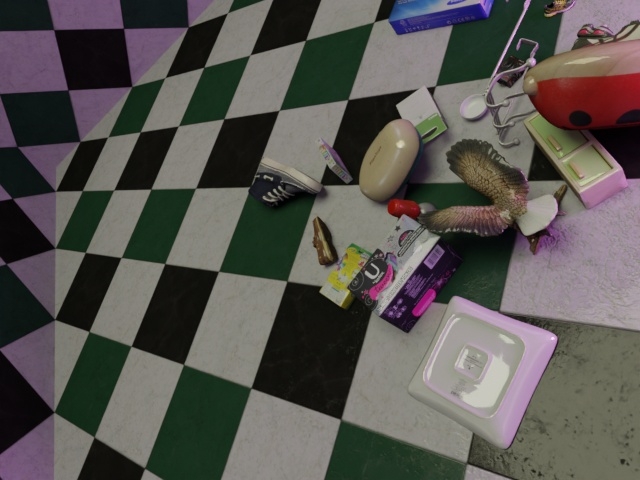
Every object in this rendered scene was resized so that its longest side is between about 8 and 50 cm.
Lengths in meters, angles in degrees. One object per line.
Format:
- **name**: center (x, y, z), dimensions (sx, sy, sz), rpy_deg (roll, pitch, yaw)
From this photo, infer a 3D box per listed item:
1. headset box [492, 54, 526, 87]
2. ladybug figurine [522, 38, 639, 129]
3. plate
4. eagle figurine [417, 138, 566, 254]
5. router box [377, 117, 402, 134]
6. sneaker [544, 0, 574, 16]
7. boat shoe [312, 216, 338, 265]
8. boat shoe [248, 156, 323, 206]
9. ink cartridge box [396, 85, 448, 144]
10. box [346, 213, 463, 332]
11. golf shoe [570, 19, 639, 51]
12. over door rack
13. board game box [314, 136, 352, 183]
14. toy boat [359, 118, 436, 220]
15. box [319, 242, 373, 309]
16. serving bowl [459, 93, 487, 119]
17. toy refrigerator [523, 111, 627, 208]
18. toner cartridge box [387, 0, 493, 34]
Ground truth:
- **headset box**: center (0.544, -0.484, 1.505), dimensions (0.083, 0.032, 0.062), rpy_deg (-45, 46, 8)
- **ladybug figurine**: center (0.661, -0.329, 1.128), dimensions (0.449, 0.305, 0.161), rpy_deg (-5, 96, 2)
- **plate**: center (0.358, 0.288, 1.212), dimensions (0.277, 0.045, 0.278), rpy_deg (22, 81, 44)
- **eagle figurine**: center (0.411, -0.088, 1.261), dimensions (0.226, 0.298, 0.225), rpy_deg (-56, -10, -48)
- **router box**: center (0.238, -0.315, 1.655), dimensions (0.092, 0.038, 0.122), rpy_deg (-27, 52, 25)
- **sneaker**: center (0.682, -0.672, 1.496), dimensions (0.083, 0.035, 0.031), rpy_deg (-20, 55, 30)
- **boat shoe**: center (0.000, 0.000, 1.653), dimensions (0.060, 0.064, 0.178), rpy_deg (-32, 52, 19)
- **boat shoe**: center (-0.129, -0.178, 1.834), dimensions (0.340, 0.127, 0.158), rpy_deg (30, 93, 53)
- **ink cartridge box**: center (0.319, -0.364, 1.600), dimensions (0.109, 0.062, 0.209), rpy_deg (-32, 50, 22)
- **box**: center (0.218, 0.085, 1.356), dimensions (0.247, 0.163, 0.142), rpy_deg (-53, 46, 1)
- **golf shoe**: center (0.735, -0.462, 1.280), dimensions (0.120, 0.105, 0.273), rpy_deg (-61, 27, 4)
- **over door rack**: center (0.514, -0.434, 1.337), dimensions (0.108, 0.239, 0.324), rpy_deg (11, 80, 29)
- **board game box**: center (0.044, -0.267, 1.741), dimensions (0.026, 0.103, 0.154), rpy_deg (-40, 47, 15)
- **toy boat**: center (0.231, -0.175, 1.512), dimensions (0.267, 0.148, 0.318), rpy_deg (-55, 37, 41)
- **box**: center (0.084, 0.103, 1.543), dimensions (0.105, 0.043, 0.179), rpy_deg (31, 90, 45)
- **serving bowl**: center (0.452, -0.386, 1.528), dimensions (0.083, 0.027, 0.083), rpy_deg (-19, 56, 31)
- **toy refrigerator**: center (0.606, -0.216, 1.259), dimensions (0.102, 0.094, 0.269), rpy_deg (-33, 50, 20)
- **toner cartridge box**: center (0.411, -0.811, 1.769), dimensions (0.348, 0.075, 0.165), rpy_deg (8, 72, 41)
